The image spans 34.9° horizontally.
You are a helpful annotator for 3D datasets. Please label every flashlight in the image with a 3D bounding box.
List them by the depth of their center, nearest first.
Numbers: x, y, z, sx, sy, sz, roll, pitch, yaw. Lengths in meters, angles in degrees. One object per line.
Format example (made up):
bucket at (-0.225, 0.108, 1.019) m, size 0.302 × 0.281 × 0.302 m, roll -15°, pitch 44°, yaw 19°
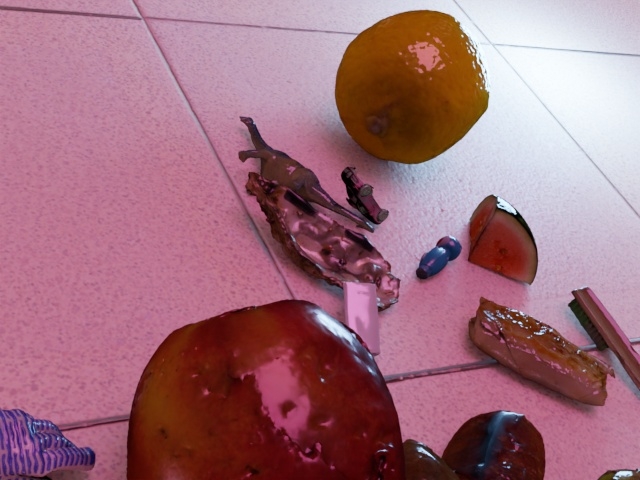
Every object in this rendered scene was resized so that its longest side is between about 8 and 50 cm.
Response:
flashlight at (0.221, 0.034, 1.900) m, size 0.051 × 0.051 × 0.129 m, roll 36°, pitch 42°, yaw 12°

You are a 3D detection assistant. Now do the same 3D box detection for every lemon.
lemon at (0.189, -0.314, 2.071) m, size 0.335 × 0.336 × 0.336 m, roll 16°, pitch 39°, yaw -13°

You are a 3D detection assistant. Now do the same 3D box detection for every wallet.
wallet at (0.067, 0.130, 1.682) m, size 0.061 × 0.025 × 0.122 m, roll 8°, pitch 66°, yaw -25°

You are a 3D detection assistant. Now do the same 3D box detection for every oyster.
oyster at (-0.001, 0.002, 1.777) m, size 0.345 × 0.078 × 0.129 m, roll 40°, pitch 53°, yaw 1°

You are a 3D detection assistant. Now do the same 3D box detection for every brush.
brush at (0.555, 0.209, 1.897) m, size 0.054 × 0.048 × 0.282 m, roll -14°, pitch 60°, yaw -37°

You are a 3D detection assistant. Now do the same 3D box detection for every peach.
peach at (-0.069, 0.285, 1.267) m, size 0.338 × 0.353 × 0.417 m, roll -6°, pitch 83°, yaw -24°

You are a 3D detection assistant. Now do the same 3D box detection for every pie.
pie at (0.390, 0.200, 1.788) m, size 0.282 × 0.068 × 0.129 m, roll 26°, pitch 39°, yaw -2°

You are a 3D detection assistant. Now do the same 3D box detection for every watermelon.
watermelon at (0.353, -0.017, 1.990) m, size 0.137 × 0.193 × 0.145 m, roll -14°, pitch 31°, yaw 21°

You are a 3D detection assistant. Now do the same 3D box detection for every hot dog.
hot dog at (0.263, 0.345, 1.521) m, size 0.160 × 0.099 × 0.227 m, roll 34°, pitch 37°, yaw 9°

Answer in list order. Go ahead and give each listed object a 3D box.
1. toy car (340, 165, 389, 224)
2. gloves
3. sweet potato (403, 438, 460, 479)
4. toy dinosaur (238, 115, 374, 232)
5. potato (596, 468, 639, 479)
toy car at (0.077, -0.081, 1.900) m, size 0.069 × 0.055 × 0.142 m, roll 53°, pitch 1°, yaw 42°
gloves at (-0.390, 0.263, 1.255) m, size 0.229 × 0.097 × 0.119 m, roll 8°, pitch 71°, yaw -29°
sweet potato at (0.179, 0.450, 1.342) m, size 0.130 × 0.130 × 0.423 m, roll -2°, pitch 54°, yaw -32°
toy dinosaur at (-0.059, -0.118, 1.891) m, size 0.363 × 0.076 × 0.147 m, roll 40°, pitch 35°, yaw 20°
potato at (0.504, 0.464, 1.485) m, size 0.176 × 0.141 × 0.298 m, roll 1°, pitch 43°, yaw -44°
